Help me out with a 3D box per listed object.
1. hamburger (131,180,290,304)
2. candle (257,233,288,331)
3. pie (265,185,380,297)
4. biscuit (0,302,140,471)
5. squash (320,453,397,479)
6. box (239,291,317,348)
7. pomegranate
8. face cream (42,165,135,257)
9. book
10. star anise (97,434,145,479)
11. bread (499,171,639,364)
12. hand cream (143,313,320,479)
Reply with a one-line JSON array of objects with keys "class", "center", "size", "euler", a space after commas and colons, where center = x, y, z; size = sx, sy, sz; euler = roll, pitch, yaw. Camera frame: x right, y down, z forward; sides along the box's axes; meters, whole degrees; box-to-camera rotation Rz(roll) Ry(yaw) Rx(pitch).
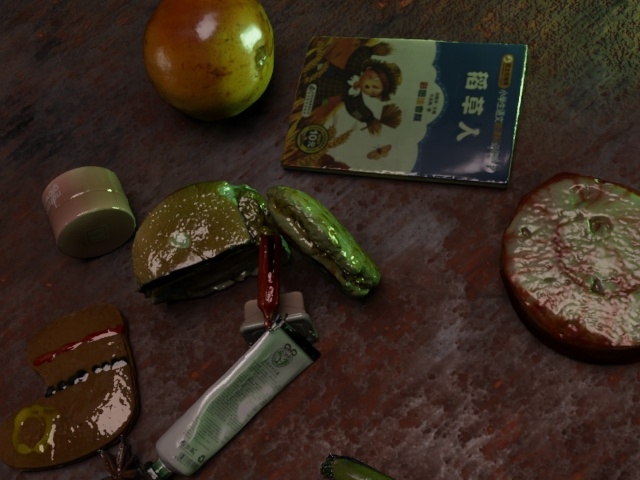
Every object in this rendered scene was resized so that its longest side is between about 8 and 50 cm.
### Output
[{"class": "hamburger", "center": [-0.196, -0.010, 1.638], "size": [0.288, 0.167, 0.192], "euler": [-21, 62, 1]}, {"class": "candle", "center": [-0.079, 0.070, 1.518], "size": [0.048, 0.053, 0.162], "euler": [7, 76, -27]}, {"class": "pie", "center": [0.000, 0.000, 1.554], "size": [0.248, 0.201, 0.090], "euler": [45, 96, -7]}, {"class": "biscuit", "center": [-0.452, 0.255, 1.634], "size": [0.262, 0.052, 0.277], "euler": [-16, 63, 4]}, {"class": "squash", "center": [0.082, 0.383, 1.458], "size": [0.183, 0.052, 0.052], "euler": [23, 72, 25]}, {"class": "box", "center": [-0.072, 0.138, 1.589], "size": [0.122, 0.089, 0.062], "euler": [-12, 52, 6]}, {"class": "pomegranate", "center": [-0.214, -0.357, 1.773], "size": [0.264, 0.264, 0.264], "euler": [-5, 64, 10]}, {"class": "face cream", "center": [-0.429, -0.051, 1.720], "size": [0.149, 0.149, 0.104], "euler": [-27, 62, -1]}, {"class": "book", "center": [0.157, -0.248, 1.746], "size": [0.428, 0.039, 0.300], "euler": [5, 66, 15]}, {"class": "star anise", "center": [-0.328, 0.395, 1.529], "size": [0.141, 0.042, 0.141], "euler": [-17, 64, 40]}, {"class": "bread", "center": [0.453, 0.045, 1.500], "size": [0.328, 0.114, 0.295], "euler": [22, 73, 20]}, {"class": "hand cream", "center": [-0.150, 0.271, 1.532], "size": [0.336, 0.121, 0.076], "euler": [-44, 39, -6]}]
